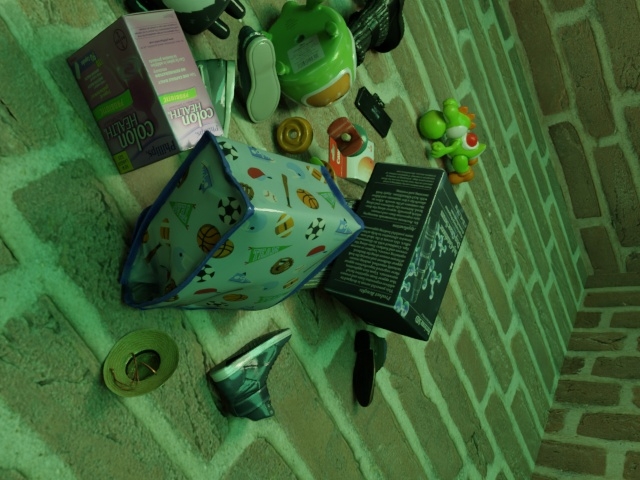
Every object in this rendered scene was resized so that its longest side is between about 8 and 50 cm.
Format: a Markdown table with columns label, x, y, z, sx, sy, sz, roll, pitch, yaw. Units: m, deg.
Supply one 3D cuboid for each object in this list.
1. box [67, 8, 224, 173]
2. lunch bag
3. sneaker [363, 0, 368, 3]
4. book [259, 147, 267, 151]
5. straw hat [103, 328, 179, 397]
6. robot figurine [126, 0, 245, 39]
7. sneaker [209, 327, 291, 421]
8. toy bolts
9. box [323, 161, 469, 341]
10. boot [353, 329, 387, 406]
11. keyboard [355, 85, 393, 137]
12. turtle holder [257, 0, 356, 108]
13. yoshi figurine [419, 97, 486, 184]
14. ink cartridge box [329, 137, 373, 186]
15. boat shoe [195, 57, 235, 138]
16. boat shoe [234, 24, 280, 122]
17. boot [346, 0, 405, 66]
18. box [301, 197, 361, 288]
| label | x | y | z | sx | sy | sz | roll | pitch | yaw |
| --- | --- | --- | --- | --- | --- | --- | --- | --- | --- |
| box | -0.334 | -0.275 | 0.998 | 0.117 | 0.214 | 0.242 | -37 | 112 | -46 |
| lunch bag | -0.172 | 0.005 | 1.046 | 0.328 | 0.385 | 0.238 | 8 | 44 | -47 |
| sneaker | 0.162 | -0.931 | 1.771 | 0.146 | 0.123 | 0.330 | -3 | 82 | -68 |
| book | -0.160 | -0.156 | 1.315 | 0.096 | 0.035 | 0.144 | -20 | 98 | -45 |
| straw hat | -0.341 | 0.247 | 1.010 | 0.061 | 0.145 | 0.144 | 95 | 21 | -50 |
| robot figurine | -0.293 | -0.559 | 1.118 | 0.278 | 0.174 | 0.209 | 35 | 62 | -39 |
| sneaker | -0.130 | 0.315 | 1.212 | 0.226 | 0.086 | 0.163 | -31 | 96 | -37 |
| toy bolts | 0.017 | -0.253 | 1.423 | 0.218 | 0.229 | 0.158 | 62 | 17 | 7 |
| box | 0.224 | 0.032 | 1.443 | 0.293 | 0.212 | 0.395 | 43 | 65 | -52 |
| boot | 0.159 | 0.379 | 1.547 | 0.106 | 0.082 | 0.219 | 18 | 68 | -43 |
| keyboard | 0.184 | -0.441 | 1.765 | 0.180 | 0.023 | 0.108 | 41 | 61 | -38 |
| turtle holder | -0.039 | -0.490 | 1.392 | 0.243 | 0.320 | 0.227 | -51 | 145 | -1 |
| yoshi figurine | 0.492 | -0.392 | 2.036 | 0.203 | 0.203 | 0.362 | -36 | 135 | -3 |
| ink cartridge box | 0.100 | -0.259 | 1.621 | 0.179 | 0.045 | 0.145 | 16 | 71 | -49 |
| boat shoe | -0.257 | -0.265 | 1.194 | 0.099 | 0.116 | 0.319 | 7 | 81 | -11 |
| boat shoe | -0.159 | -0.392 | 1.256 | 0.095 | 0.254 | 0.079 | -31 | 65 | -15 |
| boot | 0.147 | -0.635 | 1.659 | 0.260 | 0.131 | 0.348 | -57 | 168 | -5 |
| box | 0.000 | 0.000 | 1.390 | 0.307 | 0.077 | 0.242 | 0 | 100 | -49 |
